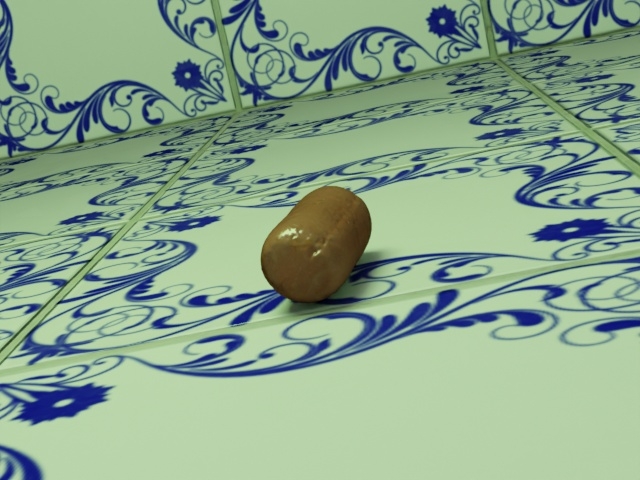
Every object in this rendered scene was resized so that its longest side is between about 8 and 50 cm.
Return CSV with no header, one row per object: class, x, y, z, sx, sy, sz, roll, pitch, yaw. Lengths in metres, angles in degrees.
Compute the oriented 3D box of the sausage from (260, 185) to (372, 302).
sausage,0.000,0.000,0.825,0.062,0.062,0.154,-9,13,14
